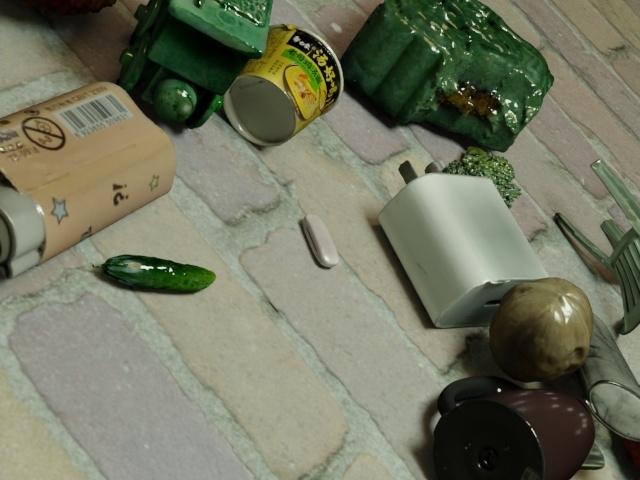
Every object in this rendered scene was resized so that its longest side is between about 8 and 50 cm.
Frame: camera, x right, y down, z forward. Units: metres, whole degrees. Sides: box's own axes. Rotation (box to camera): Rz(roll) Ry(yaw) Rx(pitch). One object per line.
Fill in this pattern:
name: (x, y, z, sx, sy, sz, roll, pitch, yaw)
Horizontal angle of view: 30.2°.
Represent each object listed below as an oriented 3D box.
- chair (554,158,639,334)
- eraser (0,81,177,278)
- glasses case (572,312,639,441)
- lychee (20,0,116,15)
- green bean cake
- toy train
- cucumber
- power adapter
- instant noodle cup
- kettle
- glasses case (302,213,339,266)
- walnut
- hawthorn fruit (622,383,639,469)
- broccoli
chair: (0.522, 0.011, 1.947, 0.190, 0.203, 0.275, -3, 47, -32)
eraser: (-0.299, -0.082, 1.330, 0.171, 0.087, 0.290, 44, 34, 6)
glasses case: (0.395, 0.178, 1.671, 0.114, 0.060, 0.299, 37, 15, -9)
lychee: (-0.321, -0.423, 1.503, 0.275, 0.276, 0.304, 8, 23, -39)
green bean cake: (0.220, -0.283, 1.950, 0.308, 0.169, 0.300, 39, 32, 1)
toy train: (-0.164, -0.273, 1.553, 0.145, 0.202, 0.266, 27, 37, -19)
cucumber: (-0.184, 0.038, 1.358, 0.168, 0.039, 0.039, 10, 47, -41)
power adapter: (0.191, -0.010, 1.700, 0.187, 0.124, 0.255, 2, 52, -45)
instant noodle cup: (-0.057, -0.208, 1.651, 0.151, 0.151, 0.122, 39, 44, -6)
kettle: (0.239, 0.246, 1.493, 0.202, 0.144, 0.232, 28, 16, 30)
glasses case: (0.000, 0.000, 1.588, 0.032, 0.021, 0.083, 7, 49, -43)
walnut: (0.295, 0.121, 1.594, 0.140, 0.162, 0.140, 3, 47, -3)
hawthorn fruit: (0.536, 0.273, 1.689, 0.260, 0.224, 0.224, 3, 49, -17)
broccoli: (0.248, -0.104, 1.891, 0.118, 0.122, 0.204, 50, 19, -17)
